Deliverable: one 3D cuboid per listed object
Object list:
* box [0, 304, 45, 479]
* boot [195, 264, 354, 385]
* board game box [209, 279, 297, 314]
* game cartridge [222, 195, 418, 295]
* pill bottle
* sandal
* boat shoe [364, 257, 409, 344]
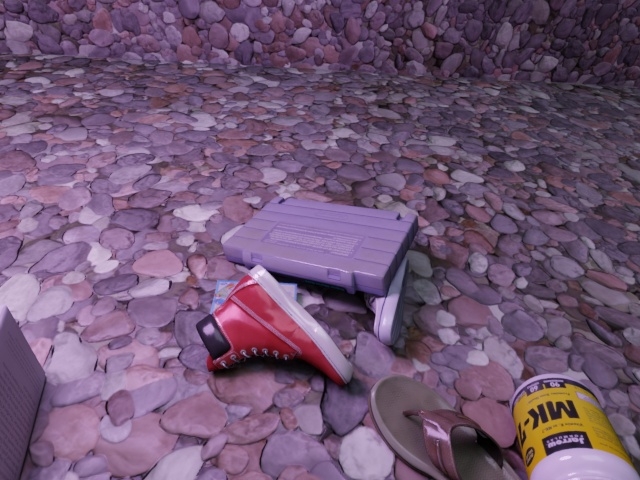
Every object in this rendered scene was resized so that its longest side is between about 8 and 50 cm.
[{"bbox_3d":[-0.471,0.262,0.432,0.214,0.168,0.345,-5,40,-15],"label":"box"},{"bbox_3d":[-0.080,0.183,0.667,0.244,0.088,0.176,42,77,11],"label":"boot"},{"bbox_3d":[-0.122,0.122,0.762,0.154,0.026,0.103,3,39,-4],"label":"board game box"},{"bbox_3d":[0.000,0.000,0.857,0.354,0.068,0.230,10,42,26],"label":"game cartridge"},{"bbox_3d":[0.322,0.279,0.520,0.119,0.119,0.208,15,21,10],"label":"pill bottle"},{"bbox_3d":[0.197,0.289,0.558,0.120,0.086,0.302,-28,50,-35],"label":"sandal"},{"bbox_3d":[0.120,0.111,0.784,0.075,0.083,0.226,1,29,19],"label":"boat shoe"}]
